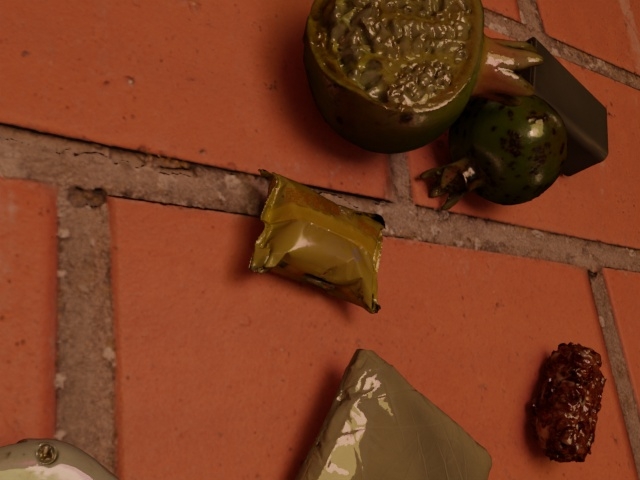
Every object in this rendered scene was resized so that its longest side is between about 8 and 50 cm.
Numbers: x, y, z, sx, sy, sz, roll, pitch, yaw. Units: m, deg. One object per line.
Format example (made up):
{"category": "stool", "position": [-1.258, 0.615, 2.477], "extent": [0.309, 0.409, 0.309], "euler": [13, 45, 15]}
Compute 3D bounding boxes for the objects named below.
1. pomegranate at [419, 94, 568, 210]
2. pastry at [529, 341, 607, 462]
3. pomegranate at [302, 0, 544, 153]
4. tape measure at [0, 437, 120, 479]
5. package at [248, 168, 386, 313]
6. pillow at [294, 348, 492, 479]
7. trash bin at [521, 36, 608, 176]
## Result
{"category": "pomegranate", "position": [0.297, -0.146, 1.198], "extent": [0.263, 0.211, 0.211], "euler": [-37, 95, -16]}
{"category": "pastry", "position": [0.403, 0.265, 1.151], "extent": [0.115, 0.097, 0.208], "euler": [44, 49, -18]}
{"category": "pomegranate", "position": [0.143, -0.266, 1.089], "extent": [0.359, 0.216, 0.309], "euler": [12, 67, -9]}
{"category": "tape measure", "position": [-0.270, 0.301, 0.617], "extent": [0.243, 0.125, 0.246], "euler": [37, 54, -19]}
{"category": "package", "position": [0.000, 0.000, 0.973], "extent": [0.226, 0.090, 0.168], "euler": [25, 55, -29]}
{"category": "pillow", "position": [0.087, 0.326, 0.907], "extent": [0.281, 0.076, 0.274], "euler": [41, 60, -20]}
{"category": "trash bin", "position": [0.455, -0.259, 1.407], "extent": [0.240, 0.122, 0.164], "euler": [29, 55, -26]}
